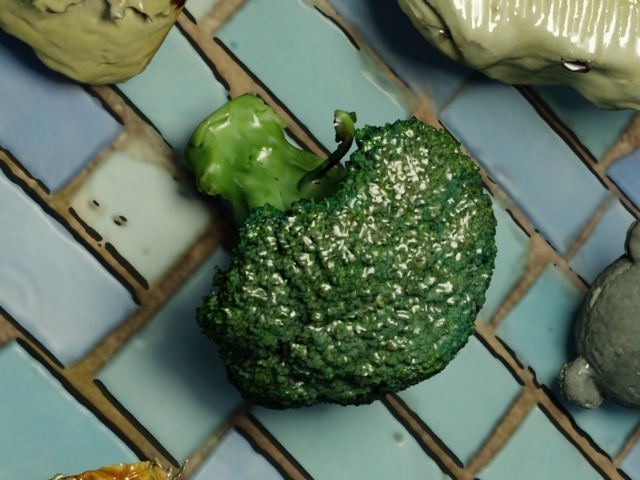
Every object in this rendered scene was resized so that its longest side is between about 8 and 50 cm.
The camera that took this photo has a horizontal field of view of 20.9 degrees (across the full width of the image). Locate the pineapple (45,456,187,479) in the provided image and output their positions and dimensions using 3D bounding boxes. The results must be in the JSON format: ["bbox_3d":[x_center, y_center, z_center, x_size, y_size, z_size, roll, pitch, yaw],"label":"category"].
[{"bbox_3d":[-0.200,0.221,1.342,0.233,0.135,0.080,-15,84,-26],"label":"pineapple"}]

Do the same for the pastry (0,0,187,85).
[{"bbox_3d":[-0.191,-0.280,1.440,0.236,0.170,0.256,32,65,-16],"label":"pastry"}]

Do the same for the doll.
[{"bbox_3d":[0.371,0.104,1.650,0.340,0.158,0.246,20,102,-35],"label":"doll"}]

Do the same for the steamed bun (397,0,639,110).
[{"bbox_3d":[0.217,-0.269,1.594,0.346,0.237,0.394,-35,94,-10],"label":"steamed bun"}]

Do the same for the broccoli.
[{"bbox_3d":[0.000,0.000,1.419,0.297,0.297,0.297,-35,69,-27],"label":"broccoli"}]
